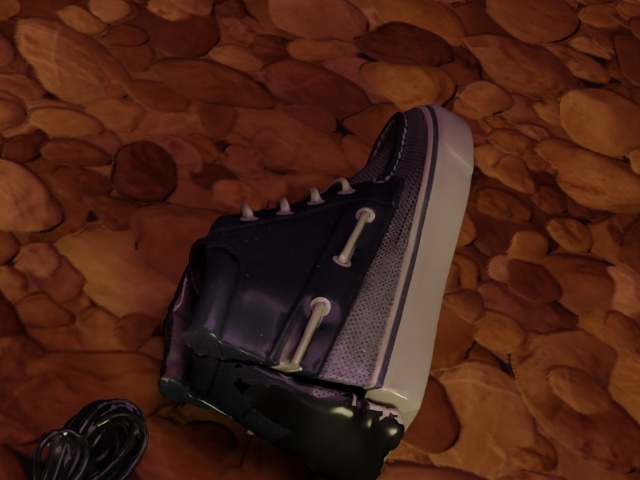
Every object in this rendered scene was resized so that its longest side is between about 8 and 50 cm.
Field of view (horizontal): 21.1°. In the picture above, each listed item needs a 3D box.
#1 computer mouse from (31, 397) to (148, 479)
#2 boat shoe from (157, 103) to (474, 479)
[{"bbox_3d":[-0.052,0.198,0.945,0.272,0.072,0.188,17,39,16],"label":"computer mouse"},{"bbox_3d":[0.000,0.000,1.142,0.158,0.127,0.340,23,39,-8],"label":"boat shoe"}]
